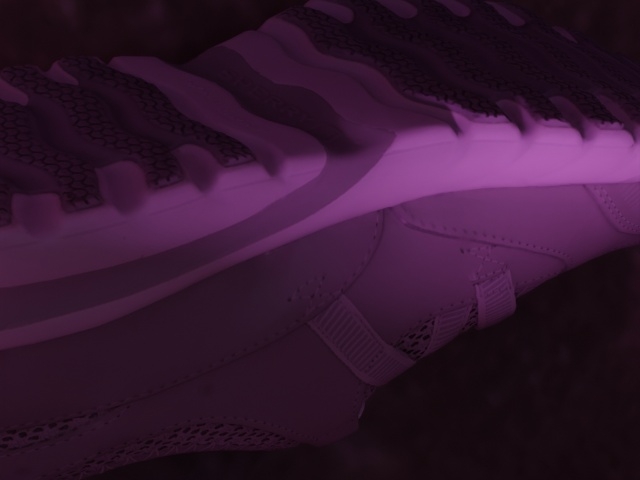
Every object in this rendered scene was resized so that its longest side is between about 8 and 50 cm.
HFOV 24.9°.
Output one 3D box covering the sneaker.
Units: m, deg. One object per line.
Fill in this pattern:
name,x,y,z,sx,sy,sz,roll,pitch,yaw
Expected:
sneaker,0.000,0.000,0.419,0.281,0.105,0.115,-11,127,-29
